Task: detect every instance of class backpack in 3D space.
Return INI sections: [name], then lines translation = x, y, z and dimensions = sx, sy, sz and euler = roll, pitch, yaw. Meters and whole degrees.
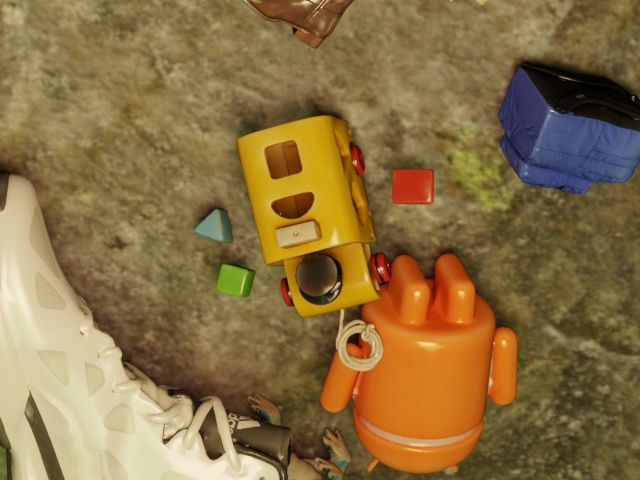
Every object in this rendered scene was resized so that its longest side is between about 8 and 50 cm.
[backpack]
translation = 0.226, -0.096, 1.722
dimensions = 0.120, 0.098, 0.101
euler = 7, 126, -22

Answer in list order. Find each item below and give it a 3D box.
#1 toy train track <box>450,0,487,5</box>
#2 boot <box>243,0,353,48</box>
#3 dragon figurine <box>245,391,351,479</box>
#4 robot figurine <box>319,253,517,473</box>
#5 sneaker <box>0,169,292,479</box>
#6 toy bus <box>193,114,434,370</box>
[toy train track]
translation = 0.119, -0.235, 1.685
dimensions = 0.048, 0.014, 0.083
euler = -37, 113, 13
[boot]
translation = -0.006, -0.232, 1.663
dimensions = 0.106, 0.037, 0.114
euler = 28, 115, -31
[dragon figurine]
translation = -0.043, 0.245, 1.871
dimensions = 0.289, 0.085, 0.144
euler = 26, 114, -12
[robot figurine]
translation = 0.092, 0.122, 1.801
dimensions = 0.128, 0.158, 0.219
euler = 24, 122, 34
[sneaker]
translation = -0.164, 0.133, 1.746
dimensions = 0.257, 0.169, 0.447
euler = -11, 106, 0
[toy bus]
translation = -0.008, -0.010, 1.695
dimensions = 0.202, 0.104, 0.191
euler = 31, 97, 14
